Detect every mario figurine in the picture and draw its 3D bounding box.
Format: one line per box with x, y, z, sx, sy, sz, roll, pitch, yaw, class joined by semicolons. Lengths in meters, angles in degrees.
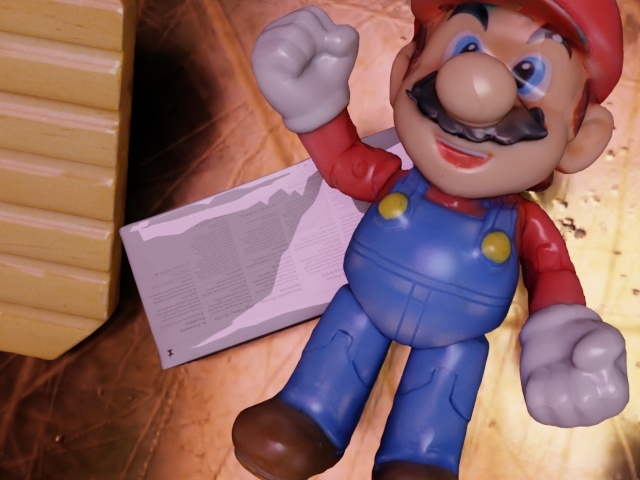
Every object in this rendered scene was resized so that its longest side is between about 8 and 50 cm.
0.055;-0.010;0.459;0.198;0.170;0.320;15;97;-24;mario figurine

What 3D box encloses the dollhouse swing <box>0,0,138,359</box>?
-0.314;-0.035;0.488;0.305;0.315;0.347;18;116;15;dollhouse swing

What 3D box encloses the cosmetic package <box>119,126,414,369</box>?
0.000;0.000;0.588;0.239;0.060;0.099;-19;81;8;cosmetic package
